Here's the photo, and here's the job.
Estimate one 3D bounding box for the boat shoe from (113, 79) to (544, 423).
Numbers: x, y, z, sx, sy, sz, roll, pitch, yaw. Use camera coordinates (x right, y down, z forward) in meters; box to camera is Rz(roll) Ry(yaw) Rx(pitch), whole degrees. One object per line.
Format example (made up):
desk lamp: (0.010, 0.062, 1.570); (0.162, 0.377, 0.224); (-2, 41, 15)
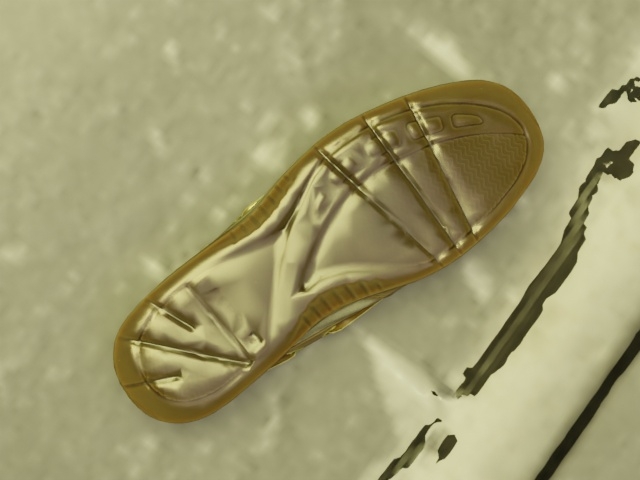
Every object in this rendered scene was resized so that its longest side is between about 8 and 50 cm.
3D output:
boat shoe: (0.000, 0.000, 0.533); (0.135, 0.045, 0.050); (-32, 94, -4)
